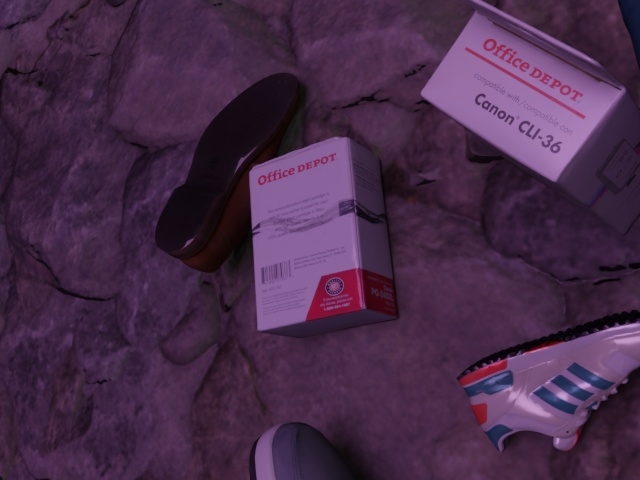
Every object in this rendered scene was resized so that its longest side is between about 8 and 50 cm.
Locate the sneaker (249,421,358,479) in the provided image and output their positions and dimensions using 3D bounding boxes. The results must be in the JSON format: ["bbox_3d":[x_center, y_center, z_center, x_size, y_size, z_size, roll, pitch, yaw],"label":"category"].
[{"bbox_3d":[0.079,0.217,0.516,0.178,0.124,0.295,-46,65,23],"label":"sneaker"}]

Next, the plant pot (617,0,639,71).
[{"bbox_3d":[0.296,-0.065,0.365,0.271,0.271,0.255,-11,86,32],"label":"plant pot"}]

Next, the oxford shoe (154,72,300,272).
[{"bbox_3d":[-0.077,-0.066,0.736,0.076,0.076,0.212,21,75,38],"label":"oxford shoe"}]

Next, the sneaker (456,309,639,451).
[{"bbox_3d":[0.179,0.101,0.529,0.161,0.057,0.075,-23,83,27],"label":"sneaker"}]

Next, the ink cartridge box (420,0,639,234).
[{"bbox_3d":[0.146,-0.078,0.498,0.115,0.198,0.067,41,103,35],"label":"ink cartridge box"}]

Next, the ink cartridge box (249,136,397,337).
[{"bbox_3d":[0.000,0.000,0.664,0.109,0.063,0.150,-15,70,32],"label":"ink cartridge box"}]
